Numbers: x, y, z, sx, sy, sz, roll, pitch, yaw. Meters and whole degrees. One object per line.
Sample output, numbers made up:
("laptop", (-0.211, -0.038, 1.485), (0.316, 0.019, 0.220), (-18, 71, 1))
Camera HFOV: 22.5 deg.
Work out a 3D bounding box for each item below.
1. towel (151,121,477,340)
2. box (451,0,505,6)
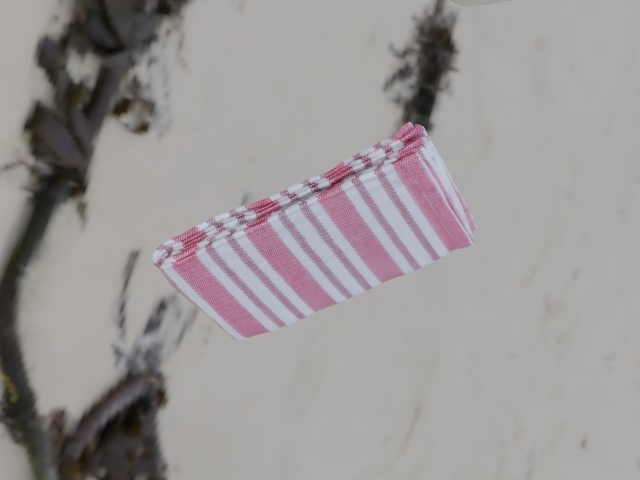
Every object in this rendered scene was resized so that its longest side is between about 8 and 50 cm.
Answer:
("towel", (0.000, 0.000, 1.079), (0.144, 0.197, 0.029), (53, 16, -58))
("box", (0.133, -0.322, 1.205), (0.113, 0.094, 0.275), (21, 80, -34))
